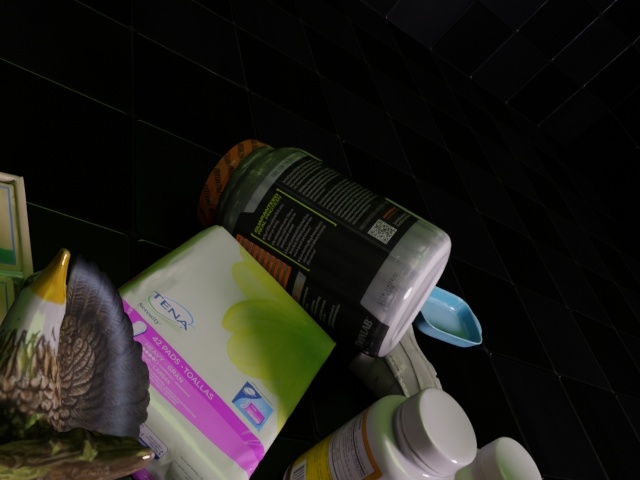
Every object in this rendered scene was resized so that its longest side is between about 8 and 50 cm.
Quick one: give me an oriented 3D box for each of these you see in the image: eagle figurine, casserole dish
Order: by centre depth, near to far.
[{"bbox_3d":[-0.211,0.105,0.423,0.225,0.298,0.226,-42,112,-20],"label":"eagle figurine"},{"bbox_3d":[0.226,0.141,1.190,0.188,0.037,0.114,24,37,-34],"label":"casserole dish"}]

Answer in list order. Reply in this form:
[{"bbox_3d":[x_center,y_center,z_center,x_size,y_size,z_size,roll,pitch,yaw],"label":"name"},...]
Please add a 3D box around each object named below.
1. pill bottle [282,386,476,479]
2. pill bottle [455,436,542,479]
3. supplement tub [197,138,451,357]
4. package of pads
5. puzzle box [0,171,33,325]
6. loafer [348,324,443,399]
[{"bbox_3d":[0.061,0.247,0.692,0.117,0.215,0.117,31,34,-24],"label":"pill bottle"},{"bbox_3d":[0.173,0.316,0.781,0.108,0.180,0.108,31,34,-23],"label":"pill bottle"},{"bbox_3d":[0.000,0.000,0.872,0.316,0.194,0.193,32,27,16],"label":"supplement tub"},{"bbox_3d":[-0.132,0.127,0.711,0.229,0.101,0.296,47,30,-2],"label":"package of pads"},{"bbox_3d":[-0.443,0.013,0.514,0.408,0.052,0.272,12,44,-43],"label":"puzzle box"},{"bbox_3d":[0.097,0.184,0.937,0.111,0.112,0.320,-11,56,-13],"label":"loafer"}]
